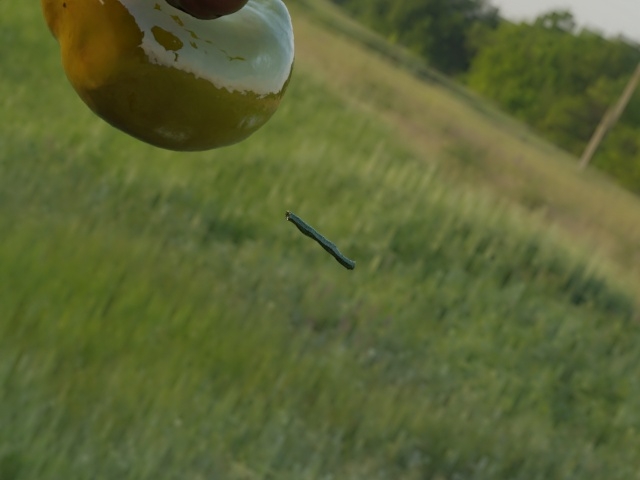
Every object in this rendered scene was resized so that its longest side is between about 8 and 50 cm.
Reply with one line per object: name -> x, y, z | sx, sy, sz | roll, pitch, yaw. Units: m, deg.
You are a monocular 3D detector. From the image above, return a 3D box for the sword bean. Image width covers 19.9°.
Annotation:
sword bean -> 0.000, 0.000, 1.682 | 0.083, 0.012, 0.012 | 40, 4, -17

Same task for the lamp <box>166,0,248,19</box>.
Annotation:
lamp -> -0.086, -0.218, 1.388 | 0.101, 0.101, 0.090 | 33, 20, 36

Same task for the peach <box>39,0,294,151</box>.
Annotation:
peach -> -0.134, -0.194, 1.654 | 0.251, 0.153, 0.251 | 35, 33, -26
